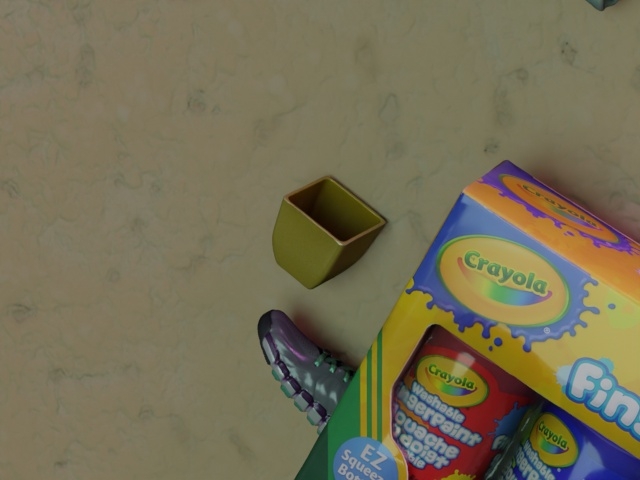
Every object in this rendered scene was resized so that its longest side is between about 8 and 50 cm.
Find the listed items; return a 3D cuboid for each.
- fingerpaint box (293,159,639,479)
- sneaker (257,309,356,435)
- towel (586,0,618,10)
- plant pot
[{"bbox_3d":[0.245,0.204,1.795,0.445,0.163,0.371,34,112,10],"label":"fingerpaint box"},{"bbox_3d":[0.029,0.151,1.998,0.098,0.083,0.223,-33,93,18],"label":"sneaker"},{"bbox_3d":[0.243,-0.445,1.779,0.320,0.090,0.374,43,115,19],"label":"towel"},{"bbox_3d":[0.000,0.000,1.984,0.081,0.081,0.083,38,126,19],"label":"plant pot"}]
